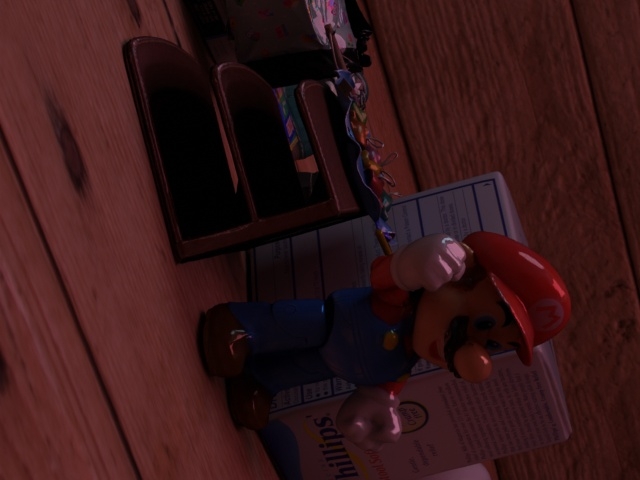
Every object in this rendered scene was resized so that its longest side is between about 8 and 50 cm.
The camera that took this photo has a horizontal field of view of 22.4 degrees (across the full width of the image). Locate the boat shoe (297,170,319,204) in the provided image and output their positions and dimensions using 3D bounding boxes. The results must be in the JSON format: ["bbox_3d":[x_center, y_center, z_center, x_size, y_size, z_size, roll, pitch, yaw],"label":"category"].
[{"bbox_3d":[0.000,0.000,2.011,0.233,0.079,0.084,69,9,-48],"label":"boat shoe"}]

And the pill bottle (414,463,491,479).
[{"bbox_3d":[0.119,0.356,1.810,0.188,0.188,0.333,-23,98,-82],"label":"pill bottle"}]

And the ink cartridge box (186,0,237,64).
[{"bbox_3d":[-0.112,-0.294,1.854,0.206,0.045,0.208,64,17,-53],"label":"ink cartridge box"}]

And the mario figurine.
[{"bbox_3d":[0.064,0.095,1.419,0.198,0.321,0.170,28,48,-78],"label":"mario figurine"}]

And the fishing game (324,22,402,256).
[{"bbox_3d":[0.052,-0.085,1.584,0.189,0.041,0.264,65,10,-53],"label":"fishing game"}]

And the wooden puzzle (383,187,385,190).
[{"bbox_3d":[0.072,0.111,2.019,0.348,0.081,0.322,-70,161,-73],"label":"wooden puzzle"}]

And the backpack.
[{"bbox_3d":[-0.035,-0.258,1.728,0.115,0.152,0.182,-20,101,-68],"label":"backpack"}]

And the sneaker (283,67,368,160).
[{"bbox_3d":[0.002,-0.199,2.198,0.302,0.121,0.108,-85,159,-66],"label":"sneaker"}]

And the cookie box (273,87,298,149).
[{"bbox_3d":[-0.063,-0.161,1.979,0.092,0.040,0.107,-71,146,-77],"label":"cookie box"}]

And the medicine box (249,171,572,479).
[{"bbox_3d":[0.084,0.098,1.658,0.263,0.289,0.149,-95,166,-47],"label":"medicine box"}]

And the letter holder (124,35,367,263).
[{"bbox_3d":[-0.061,-0.106,1.536,0.302,0.152,0.214,-11,85,-82],"label":"letter holder"}]
